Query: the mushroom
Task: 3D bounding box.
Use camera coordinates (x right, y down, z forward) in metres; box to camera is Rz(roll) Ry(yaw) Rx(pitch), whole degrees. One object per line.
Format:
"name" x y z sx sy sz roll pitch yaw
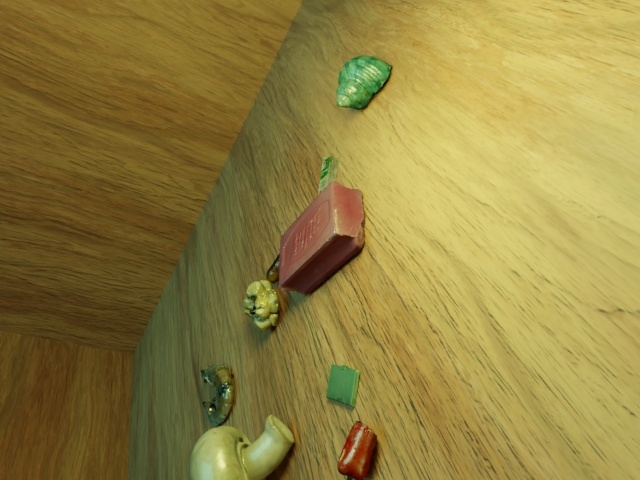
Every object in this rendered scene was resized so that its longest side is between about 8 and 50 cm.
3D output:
"mushroom" -0.278 0.705 1.590 0.315 0.315 0.356 24 105 62

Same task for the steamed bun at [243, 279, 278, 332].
"steamed bun" -0.232 0.256 1.952 0.177 0.106 0.192 -123 35 -52

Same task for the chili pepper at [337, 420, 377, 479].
"chili pepper" 0.084 0.547 1.259 0.084 0.086 0.192 13 74 34

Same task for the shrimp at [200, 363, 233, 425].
"shrimp" -0.454 0.649 2.189 0.360 0.085 0.246 14 92 59

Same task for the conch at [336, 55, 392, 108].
"conch" 0.132 -0.548 1.792 0.196 0.134 0.202 31 100 63

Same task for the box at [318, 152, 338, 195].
"box" 0.028 -0.220 1.879 0.050 0.041 0.207 -24 54 54

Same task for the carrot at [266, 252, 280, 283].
"carrot" -0.116 0.034 1.970 0.314 0.066 0.066 -58 30 18

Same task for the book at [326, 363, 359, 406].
"book" 0.064 0.407 1.454 0.135 0.017 0.103 -10 67 60

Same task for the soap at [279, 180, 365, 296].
"soap" 0.000 0.000 1.705 0.359 0.128 0.233 -45 37 41
